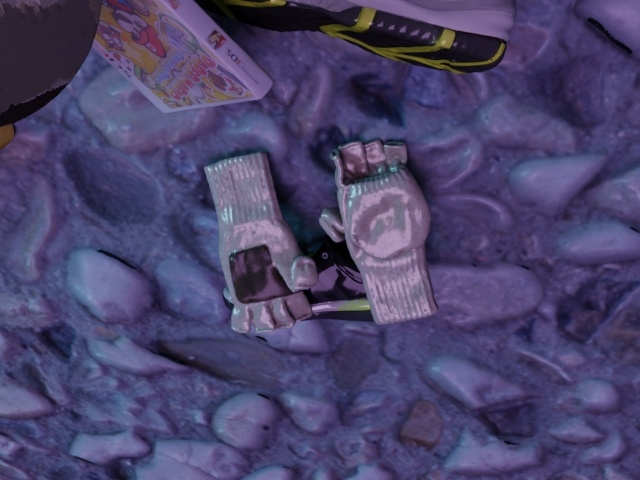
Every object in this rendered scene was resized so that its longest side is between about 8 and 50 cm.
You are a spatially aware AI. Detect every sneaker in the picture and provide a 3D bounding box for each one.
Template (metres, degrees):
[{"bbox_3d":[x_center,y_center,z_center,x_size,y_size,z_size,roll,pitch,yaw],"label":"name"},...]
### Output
[{"bbox_3d":[-0.018,-0.254,0.752,0.385,0.145,0.147,18,92,8],"label":"sneaker"},{"bbox_3d":[0.000,0.036,1.047,0.235,0.084,0.097,-2,107,12],"label":"sneaker"}]

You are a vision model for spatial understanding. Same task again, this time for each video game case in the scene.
[{"bbox_3d":[-0.167,-0.193,0.800,0.206,0.026,0.227,43,163,-26],"label":"video game case"}]

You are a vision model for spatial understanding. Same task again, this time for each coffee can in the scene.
[{"bbox_3d":[-0.315,-0.202,0.699,0.275,0.201,0.201,24,153,52],"label":"coffee can"}]

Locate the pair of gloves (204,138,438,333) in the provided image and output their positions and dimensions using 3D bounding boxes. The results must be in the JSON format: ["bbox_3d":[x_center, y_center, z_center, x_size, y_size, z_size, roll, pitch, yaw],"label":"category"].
[{"bbox_3d":[0.000,0.000,0.968,0.240,0.042,0.204,-4,105,14],"label":"pair of gloves"}]

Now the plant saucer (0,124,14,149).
[{"bbox_3d":[-0.561,-0.131,0.971,0.333,0.081,0.333,-29,121,27],"label":"plant saucer"}]
